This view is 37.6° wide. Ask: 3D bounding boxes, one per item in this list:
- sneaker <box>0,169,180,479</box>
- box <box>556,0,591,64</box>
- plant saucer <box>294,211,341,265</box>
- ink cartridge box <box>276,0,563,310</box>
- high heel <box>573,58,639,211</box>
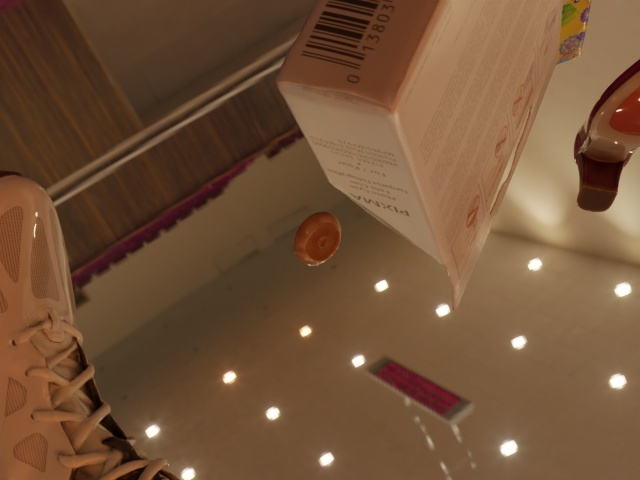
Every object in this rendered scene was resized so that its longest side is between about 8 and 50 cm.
[{"bbox_3d":[-0.180,0.157,0.769,0.258,0.447,0.169,-4,179,26],"label":"sneaker"},{"bbox_3d":[0.298,-0.425,1.587,0.279,0.290,0.177,-20,-126,-11],"label":"box"},{"bbox_3d":[0.000,0.000,1.361,0.083,0.083,0.015,-36,-143,-21],"label":"plant saucer"},{"bbox_3d":[0.112,-0.147,0.779,0.091,0.385,0.308,19,-107,20],"label":"ink cartridge box"},{"bbox_3d":[0.461,-0.208,1.423,0.127,0.377,0.181,15,-118,0],"label":"high heel"}]
